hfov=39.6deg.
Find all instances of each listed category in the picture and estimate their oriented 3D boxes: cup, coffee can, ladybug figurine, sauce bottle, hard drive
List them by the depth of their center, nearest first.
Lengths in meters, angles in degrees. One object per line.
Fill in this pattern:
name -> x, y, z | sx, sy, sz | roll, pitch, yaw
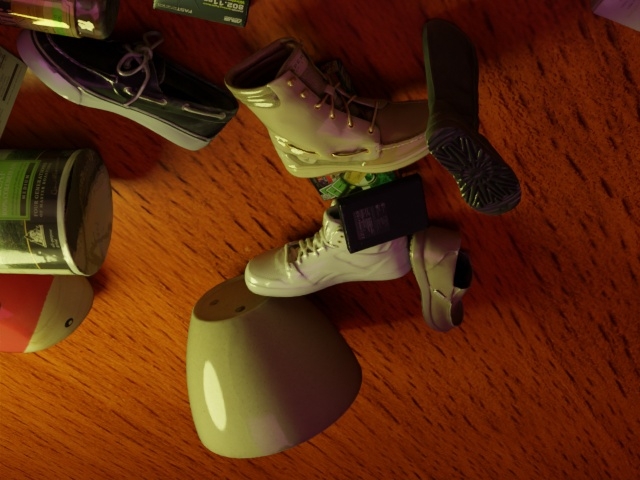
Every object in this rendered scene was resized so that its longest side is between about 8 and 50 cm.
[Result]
sauce bottle -> -0.421, -0.323, 1.082 | 0.344, 0.111, 0.111 | 9, 145, -2
hard drive -> 0.099, -0.041, 1.378 | 0.135, 0.022, 0.094 | -18, 120, -8
coffee can -> -0.493, -0.046, 1.404 | 0.275, 0.201, 0.201 | 1, 144, 7
cup -> -0.114, 0.199, 1.639 | 0.331, 0.331, 0.237 | -10, 116, 21
ladybug figurine -> -0.653, 0.090, 1.654 | 0.449, 0.162, 0.305 | 19, 143, -18

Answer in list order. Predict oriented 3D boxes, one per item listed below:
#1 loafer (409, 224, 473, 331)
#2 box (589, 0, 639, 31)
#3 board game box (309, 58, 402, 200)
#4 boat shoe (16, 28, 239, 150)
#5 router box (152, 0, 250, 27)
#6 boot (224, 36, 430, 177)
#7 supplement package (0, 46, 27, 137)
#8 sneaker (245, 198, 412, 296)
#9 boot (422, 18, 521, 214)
loafer -> 0.221, 0.073, 1.548 | 0.092, 0.102, 0.268 | -1, 144, 20
box -> 0.509, -0.301, 1.011 | 0.322, 0.058, 0.232 | 16, 143, -14
board game box -> 0.016, -0.156, 1.321 | 0.136, 0.030, 0.259 | -12, 141, 21
boat shoe -> -0.247, -0.222, 1.197 | 0.306, 0.113, 0.105 | 28, 133, -32
router box -> -0.144, -0.321, 1.101 | 0.122, 0.038, 0.092 | 11, 145, -6
boot -> 0.024, -0.183, 1.175 | 0.262, 0.095, 0.203 | -6, 143, 29
supplement package -> -0.550, -0.148, 1.214 | 0.204, 0.262, 0.145 | -22, 136, 34
sneaker -> 0.000, 0.000, 1.487 | 0.293, 0.108, 0.169 | -10, 141, 6
boot -> 0.187, -0.158, 1.132 | 0.076, 0.208, 0.189 | -25, 130, 22
